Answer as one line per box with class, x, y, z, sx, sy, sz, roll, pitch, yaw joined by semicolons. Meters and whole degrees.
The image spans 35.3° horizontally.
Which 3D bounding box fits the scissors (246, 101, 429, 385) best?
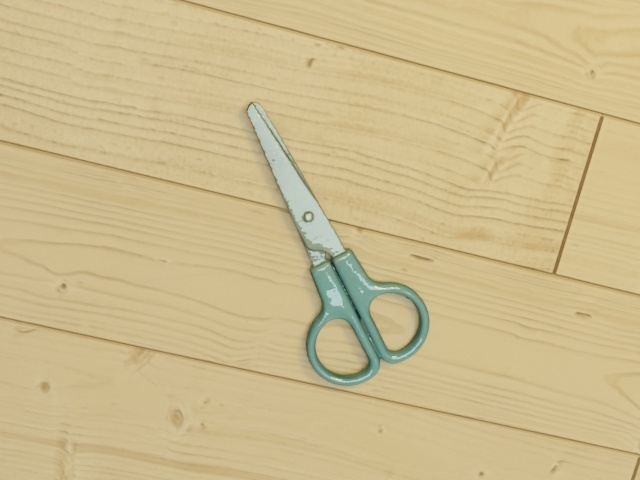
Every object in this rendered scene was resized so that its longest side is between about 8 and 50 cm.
scissors;0.000;0.000;1.463;0.192;0.029;0.447;-27;103;-1
